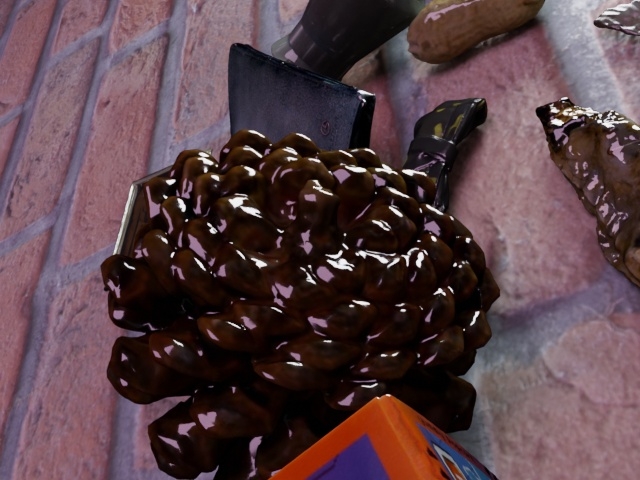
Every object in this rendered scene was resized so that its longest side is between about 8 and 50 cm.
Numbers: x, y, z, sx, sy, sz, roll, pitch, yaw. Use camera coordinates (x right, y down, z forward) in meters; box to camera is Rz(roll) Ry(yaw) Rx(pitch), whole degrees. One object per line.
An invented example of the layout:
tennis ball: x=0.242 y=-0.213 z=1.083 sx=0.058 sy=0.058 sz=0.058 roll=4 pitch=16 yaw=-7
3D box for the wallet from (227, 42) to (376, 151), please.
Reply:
wallet: x=-0.046 y=-0.170 z=1.182 sx=0.379 sy=0.046 sz=0.190 roll=36 pitch=128 yaw=51

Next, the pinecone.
pinecone: x=-0.029 y=0.100 z=0.808 sx=0.398 sy=0.398 sz=0.397 roll=-23 pitch=45 yaw=24

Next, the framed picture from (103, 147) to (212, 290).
framed picture: x=-0.286 y=-0.043 z=1.388 sx=0.197 sy=0.014 sz=0.252 roll=-19 pitch=46 yaw=27

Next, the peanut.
peanut: x=0.223 y=-0.328 z=1.141 sx=0.214 sy=0.099 sz=0.099 roll=-20 pitch=46 yaw=29

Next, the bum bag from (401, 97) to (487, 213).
bum bag: x=0.145 y=-0.093 z=1.032 sx=0.107 sy=0.060 sz=0.232 roll=-6 pitch=51 yaw=48

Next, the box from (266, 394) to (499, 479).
box: x=0.092 y=0.346 z=0.503 sx=0.257 sy=0.318 sz=0.348 roll=-38 pitch=40 yaw=6

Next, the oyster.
oyster: x=0.324 y=-0.066 z=0.857 sx=0.129 sy=0.078 sz=0.345 roll=-42 pitch=42 yaw=17

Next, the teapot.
teapot: x=0.045 y=-0.349 z=1.244 sx=0.225 sy=0.171 sz=0.203 roll=-45 pitch=-2 yaw=30

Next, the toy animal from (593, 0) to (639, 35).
toy animal: x=0.444 y=-0.302 z=0.907 sx=0.272 sy=0.160 sz=0.197 roll=-28 pitch=44 yaw=29
